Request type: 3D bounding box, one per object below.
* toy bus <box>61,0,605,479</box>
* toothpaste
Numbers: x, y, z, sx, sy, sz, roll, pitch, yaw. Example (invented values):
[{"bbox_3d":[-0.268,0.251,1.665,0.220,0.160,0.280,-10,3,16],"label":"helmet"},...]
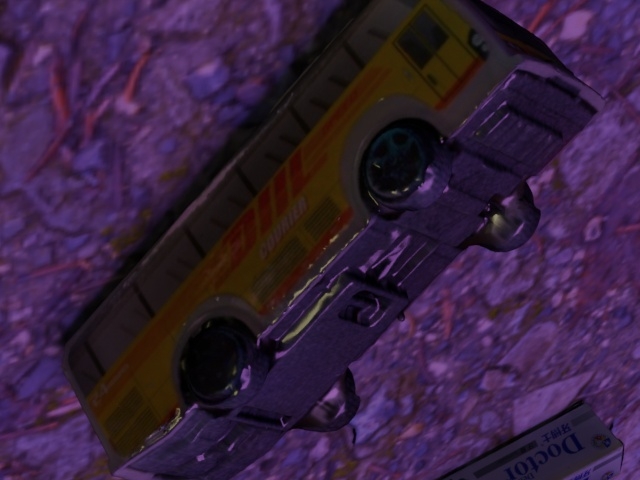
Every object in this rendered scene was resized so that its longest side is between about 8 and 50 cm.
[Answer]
[{"bbox_3d":[0.000,0.000,0.850,0.268,0.106,0.092,-47,146,18],"label":"toy bus"},{"bbox_3d":[0.112,0.160,1.201,0.164,0.046,0.034,-26,141,-17],"label":"toothpaste"}]
